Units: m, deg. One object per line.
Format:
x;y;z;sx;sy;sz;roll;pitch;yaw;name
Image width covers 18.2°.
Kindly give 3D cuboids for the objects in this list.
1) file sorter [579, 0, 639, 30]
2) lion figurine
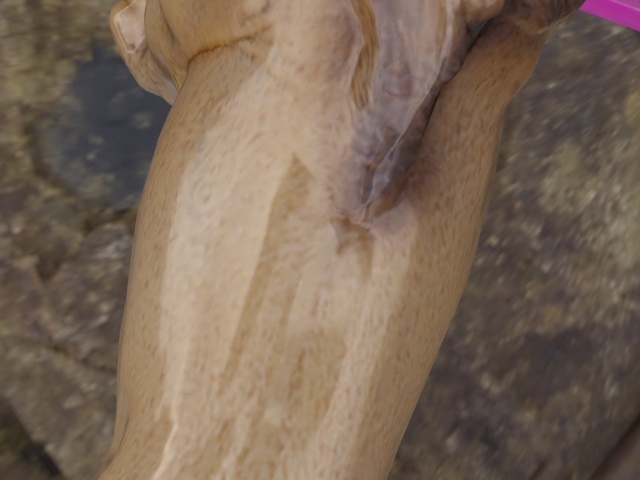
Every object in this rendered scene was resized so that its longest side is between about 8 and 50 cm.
0.250;-0.277;1.382;0.182;0.290;0.202;-39;54;36;file sorter
-0.015;0.013;0.485;0.142;0.240;0.392;7;85;-9;lion figurine
